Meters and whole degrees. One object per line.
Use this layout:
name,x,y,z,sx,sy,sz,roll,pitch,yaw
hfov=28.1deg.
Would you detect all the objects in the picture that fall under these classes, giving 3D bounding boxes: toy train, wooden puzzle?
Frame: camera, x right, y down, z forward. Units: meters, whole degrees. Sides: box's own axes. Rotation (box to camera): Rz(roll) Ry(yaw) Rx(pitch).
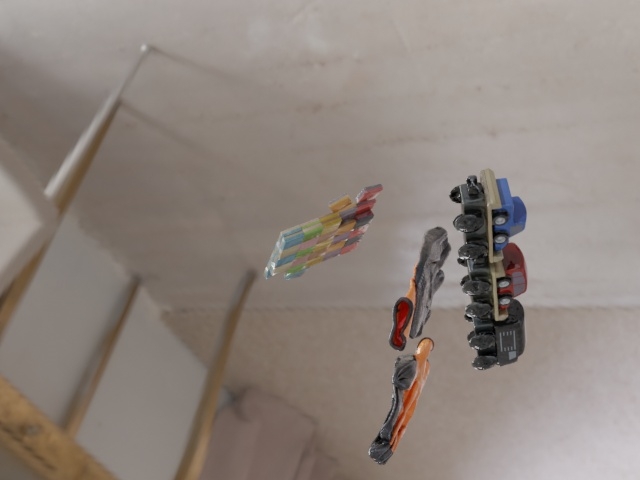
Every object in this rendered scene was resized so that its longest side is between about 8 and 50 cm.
toy train,0.090,0.019,0.663,0.036,0.027,0.158,-9,142,5
wooden puzzle,0.000,0.000,0.601,0.006,0.049,0.083,62,159,17

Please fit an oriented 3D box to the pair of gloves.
pair of gloves,0.033,0.039,0.478,0.010,0.074,0.083,13,118,13
